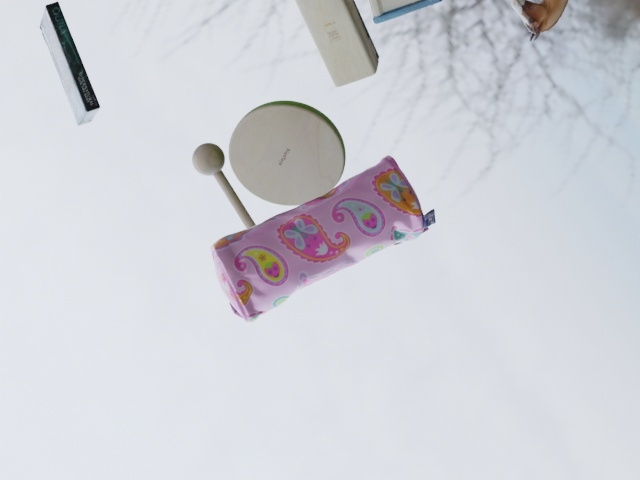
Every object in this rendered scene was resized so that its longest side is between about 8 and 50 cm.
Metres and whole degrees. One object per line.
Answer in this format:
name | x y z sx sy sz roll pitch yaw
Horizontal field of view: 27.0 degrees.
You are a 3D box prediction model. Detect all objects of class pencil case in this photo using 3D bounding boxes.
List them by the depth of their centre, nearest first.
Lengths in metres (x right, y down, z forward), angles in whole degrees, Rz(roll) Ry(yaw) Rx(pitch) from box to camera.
pencil case | 0.000 0.000 1.722 0.124 0.284 0.124 61 170 18

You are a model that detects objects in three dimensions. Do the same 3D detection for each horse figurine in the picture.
horse figurine | 0.302 -0.395 1.661 0.174 0.066 0.263 52 -121 -17

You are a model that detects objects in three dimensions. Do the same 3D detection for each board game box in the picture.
board game box | -0.416 -0.290 2.206 0.186 0.026 0.126 69 163 -1

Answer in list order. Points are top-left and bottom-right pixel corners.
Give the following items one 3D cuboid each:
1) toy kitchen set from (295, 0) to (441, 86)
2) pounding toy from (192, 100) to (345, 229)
toy kitchen set | 0.098 -0.292 1.534 0.166 0.207 0.122 -74 -36 -57
pounding toy | -0.067 -0.146 2.118 0.183 0.237 0.110 49 -152 -23
